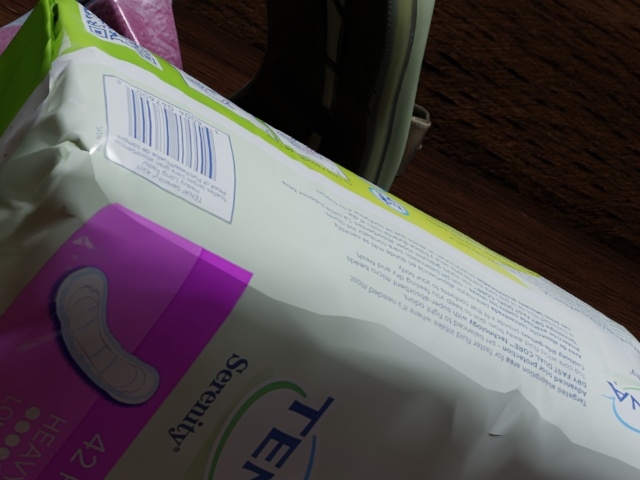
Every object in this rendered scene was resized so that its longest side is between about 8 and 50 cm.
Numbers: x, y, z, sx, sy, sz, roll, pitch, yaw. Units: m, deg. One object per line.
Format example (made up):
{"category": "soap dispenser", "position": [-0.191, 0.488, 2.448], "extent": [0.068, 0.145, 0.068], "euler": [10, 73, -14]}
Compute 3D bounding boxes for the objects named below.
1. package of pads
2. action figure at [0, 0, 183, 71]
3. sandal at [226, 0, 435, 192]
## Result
{"category": "package of pads", "position": [-0.058, 0.110, 0.566], "extent": [0.229, 0.296, 0.101], "euler": [28, 21, -29]}
{"category": "action figure", "position": [-0.110, 0.048, 0.989], "extent": [0.275, 0.248, 0.370], "euler": [-12, 64, -29]}
{"category": "sandal", "position": [0.018, -0.071, 1.026], "extent": [0.086, 0.303, 0.120], "euler": [-28, 69, -31]}
